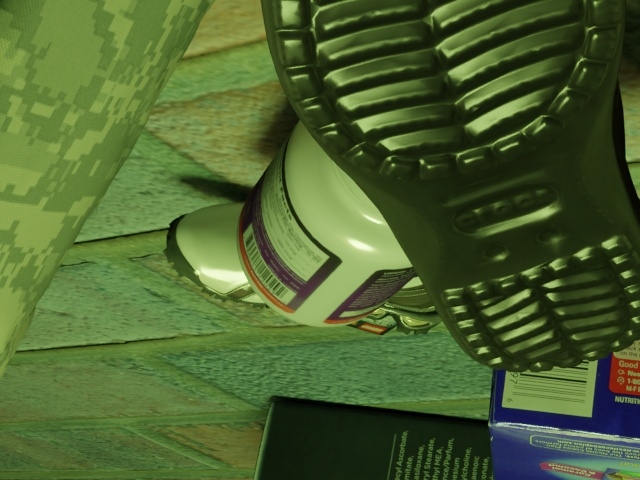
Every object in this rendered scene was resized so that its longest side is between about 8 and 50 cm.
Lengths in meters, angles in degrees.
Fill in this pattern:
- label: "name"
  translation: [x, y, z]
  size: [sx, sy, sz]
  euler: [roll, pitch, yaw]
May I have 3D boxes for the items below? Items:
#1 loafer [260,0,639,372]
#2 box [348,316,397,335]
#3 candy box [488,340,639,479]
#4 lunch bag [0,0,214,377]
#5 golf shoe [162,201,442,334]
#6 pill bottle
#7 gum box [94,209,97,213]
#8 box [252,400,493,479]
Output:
- label: "loafer"
  translation: [0.058, -0.082, 0.689]
  size: [0.134, 0.130, 0.366]
  euler: [-13, 141, 7]
- label: "box"
  translation: [0.001, 0.030, 1.174]
  size: [0.137, 0.027, 0.094]
  euler: [16, 159, -13]
- label: "candy box"
  translation: [0.262, 0.144, 1.204]
  size: [0.268, 0.122, 0.317]
  euler: [7, 157, 9]
- label: "lunch bag"
  translation: [-0.177, -0.080, 0.607]
  size: [0.256, 0.305, 0.212]
  euler: [20, -167, -44]
- label: "golf shoe"
  translation: [0.000, 0.000, 1.056]
  size: [0.198, 0.077, 0.094]
  euler: [8, 149, -11]
- label: "pill bottle"
  translation: [0.024, -0.025, 0.911]
  size: [0.108, 0.108, 0.193]
  euler: [16, 159, -11]
- label: "gum box"
  translation: [-0.229, -0.078, 0.998]
  size: [0.184, 0.041, 0.157]
  euler: [10, 159, 0]
- label: "box"
  translation: [0.151, 0.314, 1.567]
  size: [0.395, 0.212, 0.293]
  euler: [5, 158, 15]
